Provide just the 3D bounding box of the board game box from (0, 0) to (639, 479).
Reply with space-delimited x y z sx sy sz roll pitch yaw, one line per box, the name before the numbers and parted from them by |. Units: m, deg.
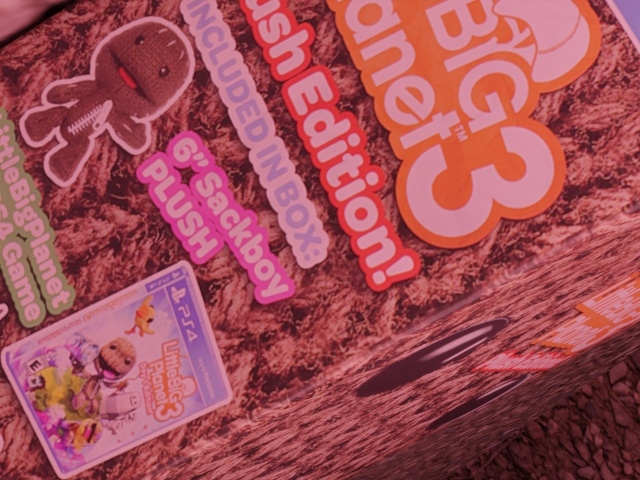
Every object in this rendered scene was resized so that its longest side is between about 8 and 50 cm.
board game box | 0.000 0.000 0.437 0.291 0.141 0.232 -30 163 10
